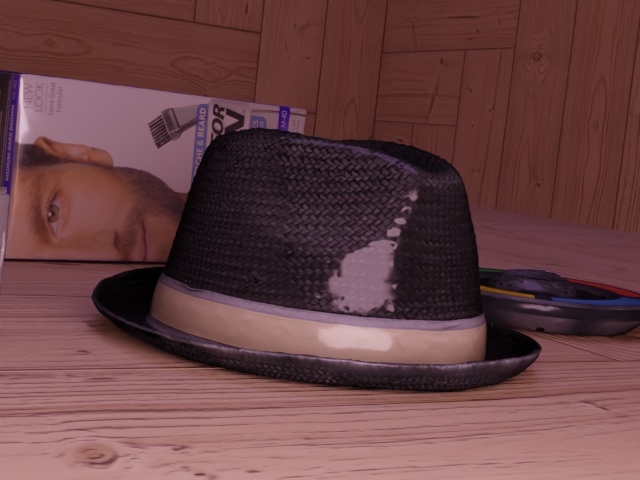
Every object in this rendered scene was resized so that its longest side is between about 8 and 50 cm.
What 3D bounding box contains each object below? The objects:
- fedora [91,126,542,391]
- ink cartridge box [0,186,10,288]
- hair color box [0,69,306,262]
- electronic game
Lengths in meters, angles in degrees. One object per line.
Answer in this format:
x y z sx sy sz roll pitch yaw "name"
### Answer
0.000 0.000 0.767 0.334 0.153 0.334 6 5 -1 "fedora"
-0.293 0.000 0.768 0.122 0.089 0.052 5 5 -8 "ink cartridge box"
-0.187 -0.072 1.153 0.338 0.185 0.110 2 8 -34 "hair color box"
0.205 0.051 1.026 0.229 0.048 0.229 6 5 0 "electronic game"
